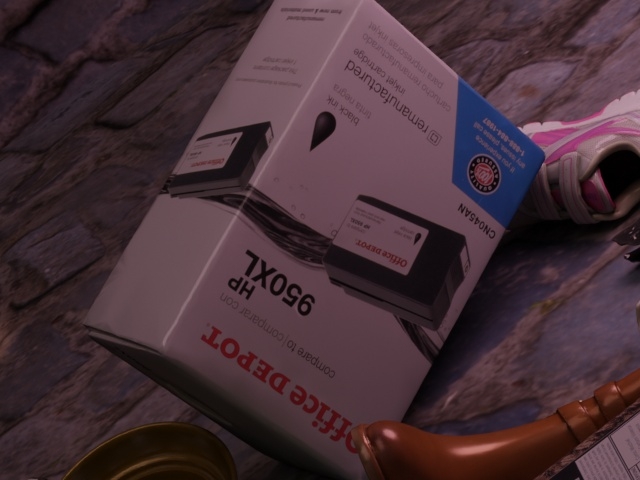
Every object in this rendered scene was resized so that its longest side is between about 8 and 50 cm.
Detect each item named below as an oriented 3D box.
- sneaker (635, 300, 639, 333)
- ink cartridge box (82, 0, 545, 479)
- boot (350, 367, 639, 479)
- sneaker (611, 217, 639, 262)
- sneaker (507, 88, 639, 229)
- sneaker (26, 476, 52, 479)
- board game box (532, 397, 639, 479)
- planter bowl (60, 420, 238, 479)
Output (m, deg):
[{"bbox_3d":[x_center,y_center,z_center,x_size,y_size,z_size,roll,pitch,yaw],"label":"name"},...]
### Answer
[{"bbox_3d":[0.313,0.111,1.528,0.064,0.086,0.192,-33,27,7],"label":"sneaker"},{"bbox_3d":[0.000,0.000,1.768,0.166,0.285,0.395,11,68,56],"label":"ink cartridge box"},{"bbox_3d":[0.175,0.167,1.396,0.220,0.283,0.109,-35,41,20],"label":"boot"},{"bbox_3d":[0.366,-0.043,1.754,0.170,0.051,0.089,-50,34,-18],"label":"sneaker"},{"bbox_3d":[0.262,-0.069,1.864,0.252,0.103,0.111,-25,27,24],"label":"sneaker"},{"bbox_3d":[-0.268,0.312,1.922,0.208,0.081,0.094,-7,46,54],"label":"sneaker"},{"bbox_3d":[0.190,0.294,1.279,0.291,0.141,0.232,-39,26,11],"label":"board game box"},{"bbox_3d":[-0.164,0.291,1.782,0.217,0.090,0.217,-15,43,15],"label":"planter bowl"}]
